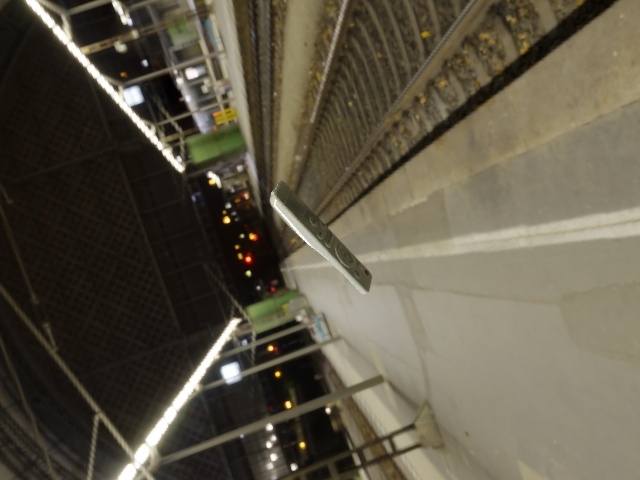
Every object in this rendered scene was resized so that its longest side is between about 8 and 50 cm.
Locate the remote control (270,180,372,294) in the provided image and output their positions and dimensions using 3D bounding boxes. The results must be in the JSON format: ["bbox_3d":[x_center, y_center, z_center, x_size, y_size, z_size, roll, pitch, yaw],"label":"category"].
[{"bbox_3d":[0.000,0.000,0.916,0.184,0.027,0.050,46,-151,-15],"label":"remote control"}]
